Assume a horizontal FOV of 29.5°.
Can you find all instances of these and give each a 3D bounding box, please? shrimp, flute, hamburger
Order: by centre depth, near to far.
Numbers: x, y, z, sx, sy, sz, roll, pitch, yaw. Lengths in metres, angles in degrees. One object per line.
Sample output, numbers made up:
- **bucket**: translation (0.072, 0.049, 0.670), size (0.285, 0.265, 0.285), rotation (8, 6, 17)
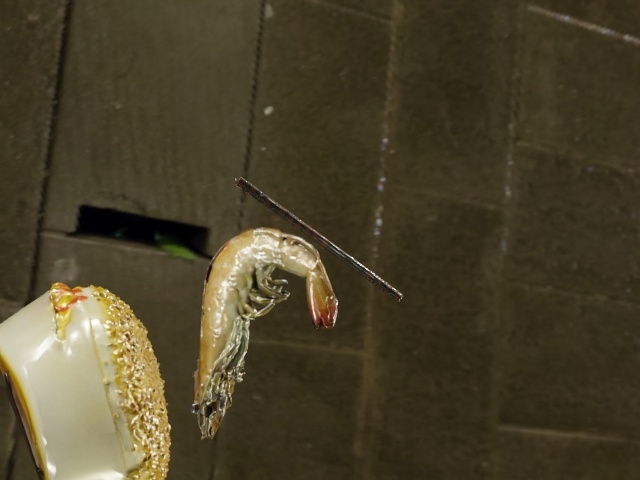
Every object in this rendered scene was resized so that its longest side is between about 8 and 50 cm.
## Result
- **shrimp**: translation (-0.045, 0.077, 0.981), size (0.034, 0.124, 0.178), rotation (37, 59, -61)
- **hamburger**: translation (-0.272, 0.186, 1.437), size (0.179, 0.276, 0.294), rotation (-19, 77, -16)
- **flute**: translation (0.000, 0.000, 1.531), size (0.270, 0.014, 0.014), rotation (36, 69, -17)
